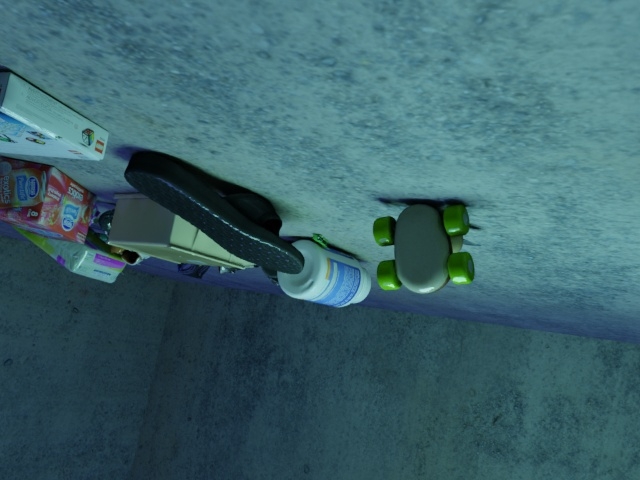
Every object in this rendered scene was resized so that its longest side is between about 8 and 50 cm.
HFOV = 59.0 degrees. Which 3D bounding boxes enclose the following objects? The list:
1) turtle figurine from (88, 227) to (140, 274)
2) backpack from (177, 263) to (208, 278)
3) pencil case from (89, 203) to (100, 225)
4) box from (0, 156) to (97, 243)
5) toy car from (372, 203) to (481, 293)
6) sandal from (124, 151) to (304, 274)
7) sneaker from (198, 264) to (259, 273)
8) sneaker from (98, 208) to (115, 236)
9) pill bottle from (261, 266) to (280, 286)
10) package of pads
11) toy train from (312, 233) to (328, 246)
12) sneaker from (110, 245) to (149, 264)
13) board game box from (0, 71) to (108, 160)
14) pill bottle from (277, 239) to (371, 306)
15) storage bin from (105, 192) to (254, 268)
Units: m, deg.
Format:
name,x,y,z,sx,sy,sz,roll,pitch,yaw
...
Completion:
name,x,y,z,sx,sy,sz,roll,pitch,yaw
turtle figurine,-0.737,0.025,2.010,0.234,0.118,0.175,28,151,-10
backpack,-0.421,0.056,1.912,0.097,0.101,0.120,15,137,-41
pencil case,-0.629,-0.074,1.506,0.070,0.065,0.151,32,163,-20
box,-0.623,-0.082,1.282,0.122,0.128,0.257,11,169,0
toy car,0.204,0.017,0.991,0.155,0.149,0.188,-8,173,31
sandal,-0.166,-0.055,1.099,0.167,0.107,0.445,4,155,40
sneaker,-0.248,0.057,1.713,0.271,0.108,0.100,12,168,-17
sneaker,-0.484,-0.015,1.566,0.283,0.110,0.122,20,170,-41
pill bottle,-0.083,0.081,1.628,0.122,0.123,0.219,6,169,22
package of pads,-0.783,0.011,1.789,0.296,0.101,0.229,32,177,18
toy train,0.000,0.000,1.404,0.023,0.017,0.083,18,172,17
sneaker,-0.592,0.027,1.861,0.105,0.123,0.290,4,169,23
board game box,-0.498,-0.181,0.826,0.305,0.053,0.193,7,170,18
pill bottle,0.022,0.099,1.526,0.152,0.153,0.272,3,169,36
storage bin,-0.321,-0.017,1.347,0.262,0.123,0.260,2,167,39
